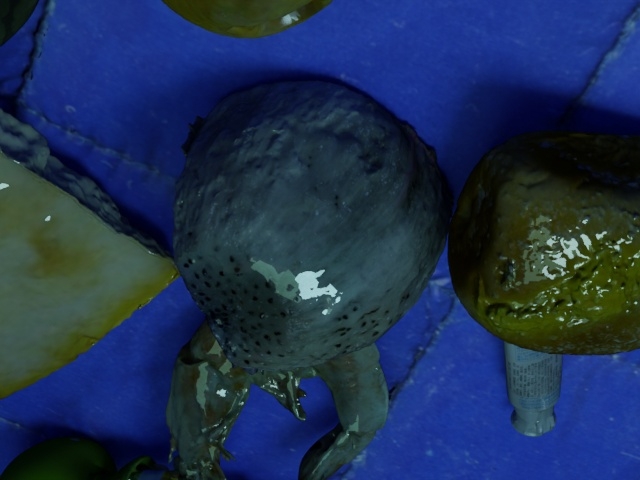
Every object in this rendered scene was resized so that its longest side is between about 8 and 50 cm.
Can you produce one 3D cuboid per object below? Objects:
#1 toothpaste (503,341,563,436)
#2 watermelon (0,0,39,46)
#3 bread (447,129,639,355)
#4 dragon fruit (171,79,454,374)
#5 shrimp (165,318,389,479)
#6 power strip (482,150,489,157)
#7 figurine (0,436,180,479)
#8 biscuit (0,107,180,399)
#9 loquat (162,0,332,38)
[{"bbox_3d":[0.229,0.114,1.723,0.089,0.057,0.234,-24,135,-20],"label":"toothpaste"},{"bbox_3d":[-0.365,-0.310,1.359,0.279,0.279,0.359,4,128,12],"label":"watermelon"},{"bbox_3d":[0.259,0.009,1.515,0.246,0.176,0.195,1,137,-14],"label":"bread"},{"bbox_3d":[0.000,0.000,1.583,0.204,0.221,0.283,-10,125,30],"label":"dragon fruit"},{"bbox_3d":[-0.061,0.200,1.843,0.247,0.085,0.360,25,118,-7],"label":"shrimp"},{"bbox_3d":[0.177,-0.013,1.634,0.030,0.047,0.191,1,131,6],"label":"power strip"},{"bbox_3d":[-0.283,0.315,1.976,0.263,0.162,0.143,-6,123,23],"label":"figurine"},{"bbox_3d":[-0.406,0.025,1.706,0.446,0.104,0.429,-40,133,24],"label":"biscuit"},{"bbox_3d":[-0.060,-0.277,1.375,0.213,0.213,0.213,8,132,9],"label":"loquat"}]
